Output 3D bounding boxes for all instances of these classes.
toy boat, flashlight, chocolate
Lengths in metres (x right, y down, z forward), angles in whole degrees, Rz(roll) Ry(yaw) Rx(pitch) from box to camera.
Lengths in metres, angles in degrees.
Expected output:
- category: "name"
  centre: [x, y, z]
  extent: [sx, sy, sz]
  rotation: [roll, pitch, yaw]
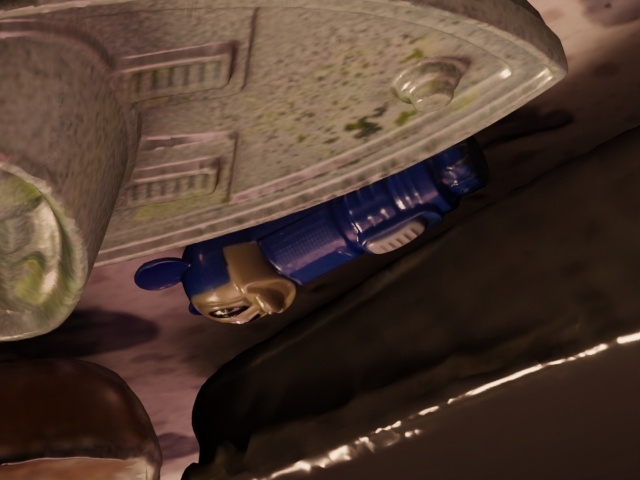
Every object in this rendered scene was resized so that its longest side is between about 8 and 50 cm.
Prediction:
- category: "toy boat"
  centre: [-0.092, -0.022, 0.414]
  extent: [0.320, 0.092, 0.141]
  rotation: [-11, 156, -12]
- category: "flashlight"
  centre: [0.000, 0.000, 0.577]
  extent: [0.121, 0.035, 0.057]
  rotation: [-24, 153, 19]
- category: "chocolate"
  centre: [-0.132, 0.113, 0.683]
  extent: [0.157, 0.080, 0.254]
  rotation: [-7, 147, -3]

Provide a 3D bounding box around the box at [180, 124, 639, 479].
- category: "box"
  centre: [0.163, 0.038, 0.650]
  extent: [0.359, 0.091, 0.350]
  rotation: [5, 158, -38]
